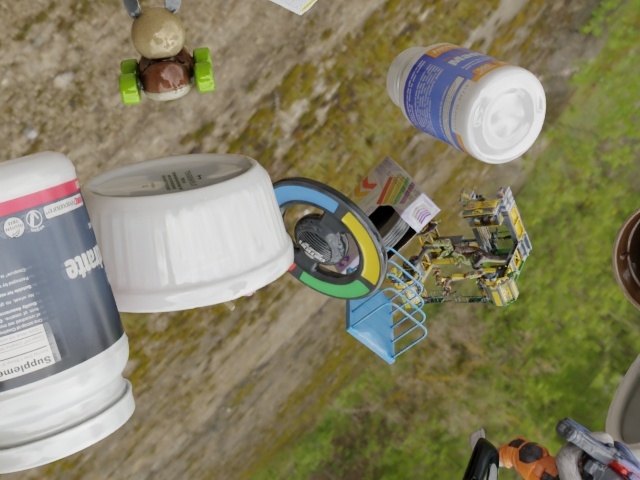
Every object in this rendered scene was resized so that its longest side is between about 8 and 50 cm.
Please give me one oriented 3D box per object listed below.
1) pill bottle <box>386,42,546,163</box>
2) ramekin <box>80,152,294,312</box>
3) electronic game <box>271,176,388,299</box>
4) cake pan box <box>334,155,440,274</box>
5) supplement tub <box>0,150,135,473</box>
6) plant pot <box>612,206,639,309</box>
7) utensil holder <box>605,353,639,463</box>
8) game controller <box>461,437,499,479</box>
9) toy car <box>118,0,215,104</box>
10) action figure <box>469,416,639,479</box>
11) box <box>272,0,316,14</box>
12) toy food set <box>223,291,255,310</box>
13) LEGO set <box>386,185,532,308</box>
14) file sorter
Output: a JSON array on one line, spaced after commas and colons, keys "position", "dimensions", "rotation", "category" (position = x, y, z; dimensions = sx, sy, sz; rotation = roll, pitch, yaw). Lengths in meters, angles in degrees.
[{"position": [0.220, -0.233, 1.430], "dimensions": [0.152, 0.272, 0.152], "rotation": [-12, 118, -24], "category": "pill bottle"}, {"position": [-0.174, -0.021, 1.078], "dimensions": [0.273, 0.272, 0.127], "rotation": [-33, 121, -54], "category": "ramekin"}, {"position": [0.000, 0.000, 1.348], "dimensions": [0.048, 0.229, 0.229], "rotation": [-50, 170, -36], "category": "electronic game"}, {"position": [0.115, -0.040, 1.902], "dimensions": [0.246, 0.070, 0.267], "rotation": [-46, -155, 9], "category": "cake pan box"}, {"position": [-0.299, 0.063, 0.864], "dimensions": [0.191, 0.272, 0.191], "rotation": [-14, -169, 3], "category": "supplement tub"}, {"position": [0.494, 0.010, 1.186], "dimensions": [0.165, 0.167, 0.167], "rotation": [-20, 149, -56], "category": "plant pot"}, {"position": [0.726, 0.324, 1.452], "dimensions": [0.328, 0.385, 0.327], "rotation": [-53, 178, -2], "category": "utensil holder"}, {"position": [0.187, 0.423, 1.231], "dimensions": [0.319, 0.067, 0.167], "rotation": [-53, 142, -51], "category": "game controller"}, {"position": [-0.267, -0.338, 1.474], "dimensions": [0.149, 0.155, 0.189], "rotation": [-107, -172, -59], "category": "toy car"}, {"position": [0.420, 0.397, 1.349], "dimensions": [0.179, 0.341, 0.330], "rotation": [-60, -165, -8], "category": "action figure"}, {"position": [-0.086, -0.500, 1.625], "dimensions": [0.100, 0.060, 0.244], "rotation": [-34, 154, 29], "category": "box"}, {"position": [-0.128, 0.051, 1.457], "dimensions": [0.122, 0.078, 0.019], "rotation": [-54, 162, 16], "category": "toy food set"}, {"position": [0.283, 0.004, 1.892], "dimensions": [0.331, 0.192, 0.255], "rotation": [1, -143, 43], "category": "LEGO set"}, {"position": [0.124, 0.113, 1.633], "dimensions": [0.104, 0.118, 0.170], "rotation": [-38, -152, 26], "category": "file sorter"}]
